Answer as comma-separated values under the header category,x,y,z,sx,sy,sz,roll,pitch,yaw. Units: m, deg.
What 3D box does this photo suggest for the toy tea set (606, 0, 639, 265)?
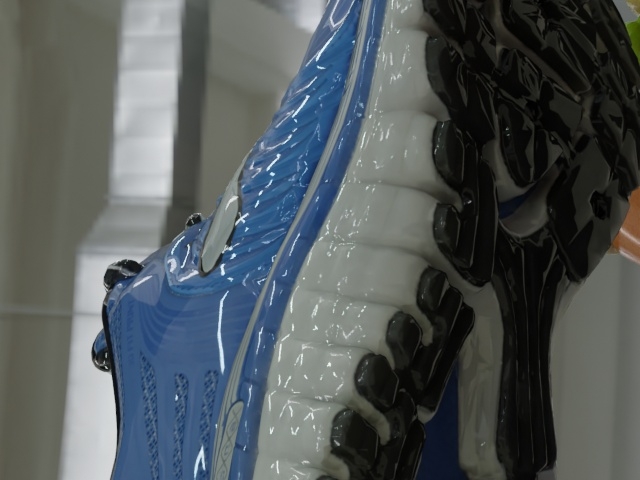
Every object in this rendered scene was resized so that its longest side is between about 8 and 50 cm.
category,x,y,z,sx,sy,sz,roll,pitch,yaw
toy tea set,0.212,-0.136,0.696,0.336,0.124,0.200,-45,-56,3

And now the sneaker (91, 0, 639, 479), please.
category,x,y,z,sx,sy,sz,roll,pitch,yaw
sneaker,0.000,0.000,0.494,0.130,0.147,0.330,47,-133,-34
